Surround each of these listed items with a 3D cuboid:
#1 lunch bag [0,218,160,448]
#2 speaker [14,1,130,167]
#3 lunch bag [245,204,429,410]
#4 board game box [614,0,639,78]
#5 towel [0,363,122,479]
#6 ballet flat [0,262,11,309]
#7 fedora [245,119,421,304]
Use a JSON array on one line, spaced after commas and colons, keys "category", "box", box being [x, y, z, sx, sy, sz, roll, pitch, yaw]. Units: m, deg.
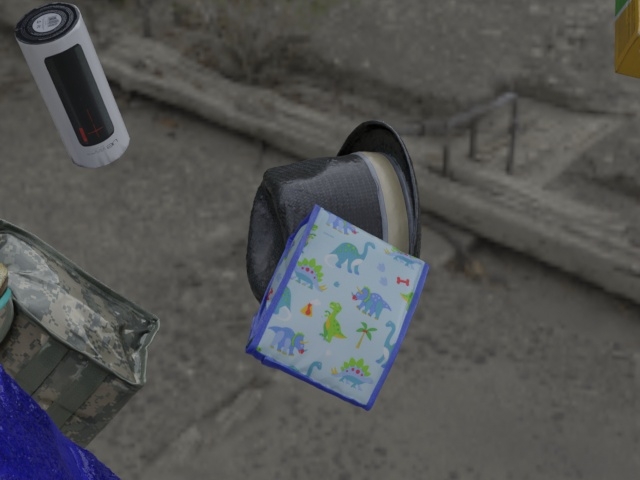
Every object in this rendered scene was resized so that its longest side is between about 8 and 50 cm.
[{"category": "lunch bag", "box": [-0.375, 0.127, 1.576, 0.287, 0.235, 0.169, 36, 26, -17]}, {"category": "speaker", "box": [-0.201, -0.125, 1.084, 0.055, 0.136, 0.055, -7, 45, 8]}, {"category": "lunch bag", "box": [0.012, 0.068, 1.222, 0.129, 0.096, 0.151, 26, 57, -8]}, {"category": "board game box", "box": [0.461, -0.242, 1.349, 0.317, 0.064, 0.242, 13, 56, -4]}, {"category": "towel", "box": [-0.248, 0.218, 1.201, 0.076, 0.308, 0.227, -41, 42, -4]}, {"category": "ballet flat", "box": [-0.371, 0.108, 0.894, 0.348, 0.123, 0.123, -42, 39, -5]}, {"category": "fedora", "box": [0.000, 0.000, 1.618, 0.153, 0.334, 0.334, 7, 26, -20]}]
